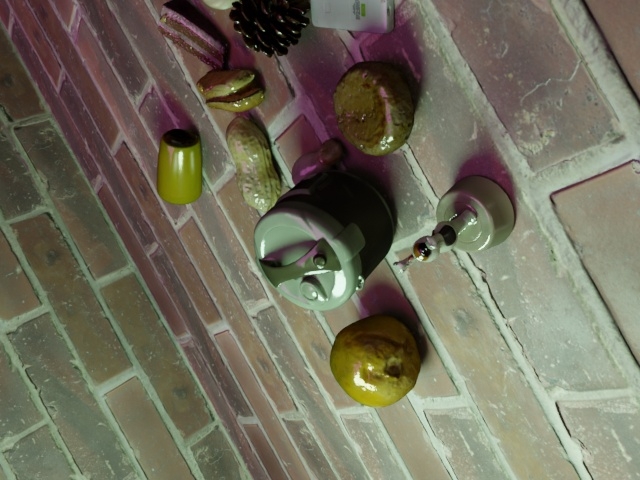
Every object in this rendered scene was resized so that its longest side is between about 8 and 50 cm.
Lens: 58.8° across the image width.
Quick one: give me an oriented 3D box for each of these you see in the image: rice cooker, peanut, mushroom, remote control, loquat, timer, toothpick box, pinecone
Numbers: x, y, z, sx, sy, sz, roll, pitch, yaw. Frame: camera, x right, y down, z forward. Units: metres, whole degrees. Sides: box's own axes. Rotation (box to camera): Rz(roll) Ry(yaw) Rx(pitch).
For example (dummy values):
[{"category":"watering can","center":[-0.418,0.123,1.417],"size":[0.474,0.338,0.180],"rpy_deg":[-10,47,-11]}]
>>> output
[{"category":"rice cooker","center":[0.000,0.000,1.526],"size":[0.335,0.325,0.335],"rpy_deg":[20,131,25]},{"category":"peanut","center":[-0.220,-0.247,1.838],"size":[0.149,0.149,0.314],"rpy_deg":[2,115,50]},{"category":"mushroom","center":[-0.017,-0.217,1.635],"size":[0.212,0.097,0.088],"rpy_deg":[-27,85,53]},{"category":"remote control","center":[0.070,-0.554,1.353],"size":[0.250,0.034,0.103],"rpy_deg":[24,131,41]},{"category":"loquat","center":[0.152,0.355,1.686],"size":[0.283,0.276,0.276],"rpy_deg":[-1,112,55]},{"category":"timer","center":[0.282,-0.018,1.253],"size":[0.175,0.266,0.175],"rpy_deg":[30,135,36]},{"category":"toothpick box","center":[-0.536,-0.287,2.169],"size":[0.175,0.175,0.272],"rpy_deg":[39,136,28]},{"category":"pinecone","center":[-0.120,-0.577,1.445],"size":[0.207,0.207,0.208],"rpy_deg":[30,134,36]}]

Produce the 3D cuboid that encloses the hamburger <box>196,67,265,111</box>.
[{"category":"hamburger","center":[-0.289,-0.459,1.779],"size":[0.262,0.131,0.124],"rpy_deg":[14,144,46]}]

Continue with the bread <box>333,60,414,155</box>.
[{"category":"bread","center":[0.134,-0.319,1.359],"size":[0.230,0.122,0.230],"rpy_deg":[33,134,41]}]

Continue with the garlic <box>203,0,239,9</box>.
[{"category":"garlic","center":[-0.311,-0.767,1.621],"size":[0.228,0.110,0.217],"rpy_deg":[-20,100,54]}]

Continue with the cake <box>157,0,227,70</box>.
[{"category":"cake","center":[-0.411,-0.662,1.825],"size":[0.295,0.112,0.116],"rpy_deg":[43,143,14]}]
